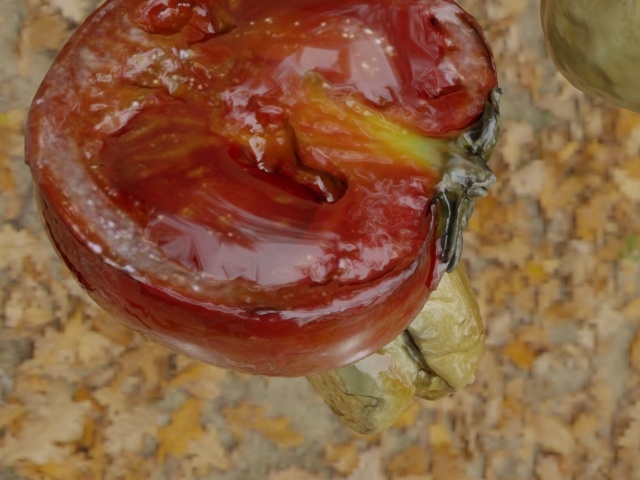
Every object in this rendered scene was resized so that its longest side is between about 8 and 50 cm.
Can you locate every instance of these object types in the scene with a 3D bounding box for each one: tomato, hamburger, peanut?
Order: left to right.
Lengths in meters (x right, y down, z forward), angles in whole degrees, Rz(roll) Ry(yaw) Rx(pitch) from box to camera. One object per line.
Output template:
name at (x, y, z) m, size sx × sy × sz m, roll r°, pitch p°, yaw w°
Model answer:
tomato at (-0.015, -0.018, 0.500) m, size 0.091 × 0.139 × 0.159 m, roll 93°, pitch 17°, yaw -54°
hamburger at (0.000, 0.000, 0.862) m, size 0.108 × 0.214 × 0.213 m, roll -28°, pitch 111°, yaw -11°
peanut at (0.177, -0.115, 0.714) m, size 0.109 × 0.159 × 0.140 m, roll 70°, pitch 25°, yaw -14°
